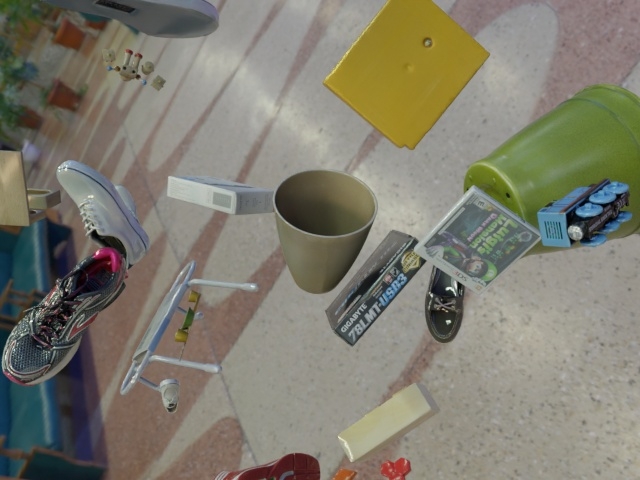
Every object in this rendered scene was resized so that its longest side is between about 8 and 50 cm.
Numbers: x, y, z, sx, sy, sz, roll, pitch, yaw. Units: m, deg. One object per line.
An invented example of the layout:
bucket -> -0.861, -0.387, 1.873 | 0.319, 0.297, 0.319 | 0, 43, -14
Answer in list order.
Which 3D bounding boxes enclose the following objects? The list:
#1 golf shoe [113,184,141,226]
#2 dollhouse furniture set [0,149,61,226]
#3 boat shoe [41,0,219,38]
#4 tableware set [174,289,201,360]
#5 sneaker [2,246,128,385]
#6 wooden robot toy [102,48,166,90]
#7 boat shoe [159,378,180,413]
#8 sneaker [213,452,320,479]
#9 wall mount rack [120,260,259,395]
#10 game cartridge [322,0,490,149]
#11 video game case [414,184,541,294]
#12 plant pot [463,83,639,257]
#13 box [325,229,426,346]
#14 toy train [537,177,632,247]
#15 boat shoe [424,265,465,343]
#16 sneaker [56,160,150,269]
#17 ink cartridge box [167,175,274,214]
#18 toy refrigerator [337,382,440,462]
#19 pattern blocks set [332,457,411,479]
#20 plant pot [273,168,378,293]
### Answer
golf shoe -> -0.451, -0.051, 1.594 | 0.086, 0.069, 0.176 | -9, 97, 54
dollhouse furniture set -> -0.535, -0.108, 1.167 | 0.151, 0.144, 0.123 | -61, -26, -70
boat shoe -> -0.332, -0.464, 1.172 | 0.135, 0.367, 0.157 | -11, 83, 43
tableware set -> -0.232, 0.133, 1.174 | 0.154, 0.024, 0.104 | -94, 23, -71
sneaker -> -0.479, 0.130, 1.253 | 0.299, 0.120, 0.112 | -58, 3, -24
wooden robot toy -> -0.495, -0.447, 1.770 | 0.079, 0.173, 0.076 | -13, 60, 63
boat shoe -> -0.266, 0.279, 1.196 | 0.100, 0.035, 0.035 | 107, 152, -52
sneaker -> -0.113, 0.452, 1.295 | 0.128, 0.221, 0.087 | -13, 73, 44
wall mount rack -> -0.292, 0.197, 1.482 | 0.304, 0.130, 0.350 | -32, 30, 51
game cartridge -> 0.211, -0.424, 1.665 | 0.324, 0.285, 0.053 | -50, 10, 4
video game case -> 0.312, 0.004, 1.348 | 0.190, 0.173, 0.022 | -51, 12, 33
plant pot -> 0.533, -0.124, 1.534 | 0.353, 0.367, 0.366 | -22, 30, -14
box -> 0.136, 0.109, 1.695 | 0.295, 0.073, 0.293 | -50, 4, 1
toy train -> 0.456, -0.049, 1.154 | 0.184, 0.080, 0.105 | -31, 25, -36
boat shoe -> 0.354, 0.119, 1.896 | 0.112, 0.095, 0.335 | 5, 67, 16
sneaker -> -0.453, -0.049, 1.394 | 0.094, 0.258, 0.091 | -23, 28, 30
ink cartridge box -> -0.231, -0.127, 1.857 | 0.296, 0.261, 0.066 | 16, 104, 41
toy refrigerator -> 0.186, 0.500, 1.857 | 0.269, 0.102, 0.094 | -37, 63, 12
pattern blocks set -> 0.102, 0.714, 1.701 | 0.324, 0.026, 0.285 | -22, 52, 16
plant pot -> 0.000, 0.000, 1.730 | 0.274, 0.256, 0.256 | 97, 167, -44
